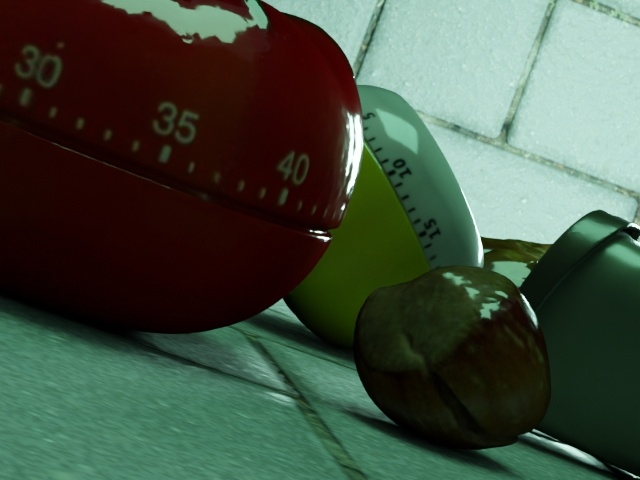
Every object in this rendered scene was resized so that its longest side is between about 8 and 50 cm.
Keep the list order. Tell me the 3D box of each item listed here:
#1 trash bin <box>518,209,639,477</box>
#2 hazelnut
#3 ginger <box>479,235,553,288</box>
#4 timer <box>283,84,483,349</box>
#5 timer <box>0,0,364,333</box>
[{"bbox_3d":[0.292,0.113,1.630,0.250,0.219,0.220,28,6,15],"label":"trash bin"},{"bbox_3d":[0.100,0.091,1.370,0.154,0.143,0.143,1,-10,38],"label":"hazelnut"},{"bbox_3d":[0.243,0.091,2.072,0.418,0.176,0.254,12,10,-40],"label":"ginger"},{"bbox_3d":[0.000,0.000,1.835,0.285,0.285,0.285,20,2,-1],"label":"timer"},{"bbox_3d":[-0.158,-0.085,1.378,0.378,0.279,0.378,22,2,-1],"label":"timer"}]
